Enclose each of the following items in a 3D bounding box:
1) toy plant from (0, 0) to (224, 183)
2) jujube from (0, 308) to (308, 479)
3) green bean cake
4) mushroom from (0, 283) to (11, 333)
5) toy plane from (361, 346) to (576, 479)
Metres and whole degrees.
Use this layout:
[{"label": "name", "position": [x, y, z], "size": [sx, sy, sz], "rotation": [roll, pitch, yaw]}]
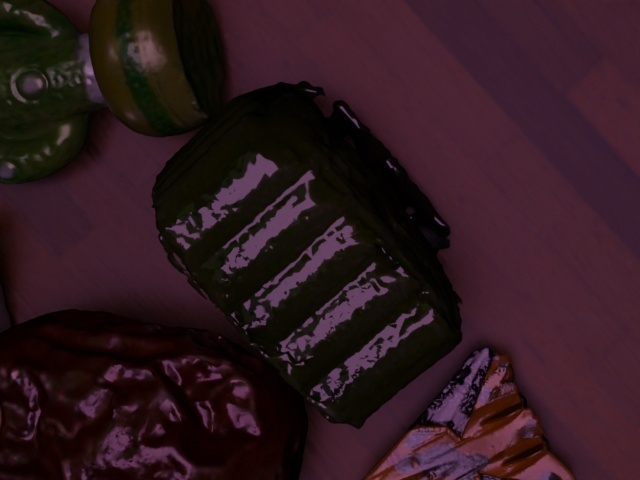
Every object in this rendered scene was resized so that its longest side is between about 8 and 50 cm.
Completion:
[{"label": "toy plant", "position": [-0.279, -0.191, 1.743], "size": [0.316, 0.184, 0.224], "rotation": [-12, 101, 16]}, {"label": "jujube", "position": [-0.209, 0.217, 1.708], "size": [0.377, 0.276, 0.276], "rotation": [9, 93, 18]}, {"label": "green bean cake", "position": [0.000, 0.000, 1.615], "size": [0.218, 0.319, 0.335], "rotation": [-43, 105, 8]}, {"label": "mushroom", "position": [-0.545, 0.012, 1.762], "size": [0.408, 0.154, 0.137], "rotation": [16, 52, -3]}, {"label": "toy plane", "position": [0.109, 0.272, 1.749], "size": [0.316, 0.103, 0.204], "rotation": [-29, 87, 13]}]
